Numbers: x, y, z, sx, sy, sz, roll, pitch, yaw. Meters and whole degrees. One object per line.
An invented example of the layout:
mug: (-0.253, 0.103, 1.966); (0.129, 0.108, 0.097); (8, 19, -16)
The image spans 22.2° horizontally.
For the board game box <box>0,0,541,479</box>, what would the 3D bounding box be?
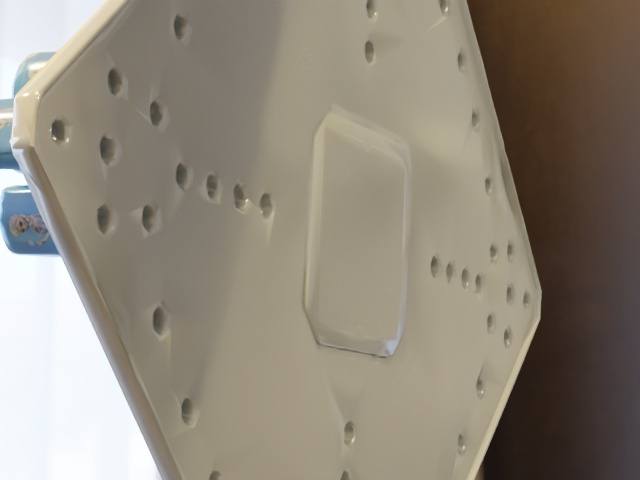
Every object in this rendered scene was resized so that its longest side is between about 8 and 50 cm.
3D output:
board game box: (0.000, 0.000, 0.813); (0.050, 0.390, 0.390); (-2, -55, 27)
